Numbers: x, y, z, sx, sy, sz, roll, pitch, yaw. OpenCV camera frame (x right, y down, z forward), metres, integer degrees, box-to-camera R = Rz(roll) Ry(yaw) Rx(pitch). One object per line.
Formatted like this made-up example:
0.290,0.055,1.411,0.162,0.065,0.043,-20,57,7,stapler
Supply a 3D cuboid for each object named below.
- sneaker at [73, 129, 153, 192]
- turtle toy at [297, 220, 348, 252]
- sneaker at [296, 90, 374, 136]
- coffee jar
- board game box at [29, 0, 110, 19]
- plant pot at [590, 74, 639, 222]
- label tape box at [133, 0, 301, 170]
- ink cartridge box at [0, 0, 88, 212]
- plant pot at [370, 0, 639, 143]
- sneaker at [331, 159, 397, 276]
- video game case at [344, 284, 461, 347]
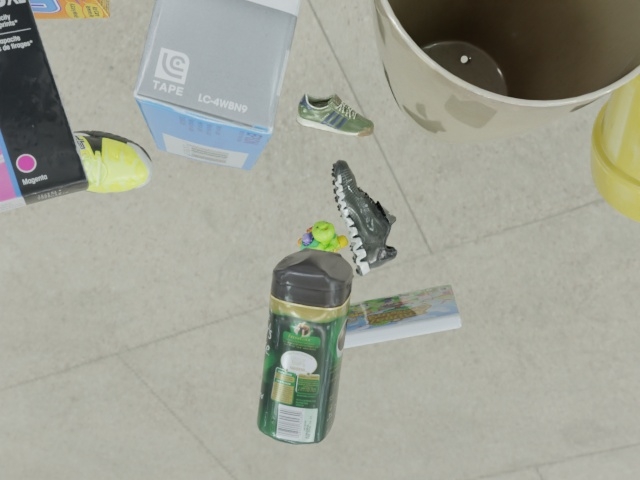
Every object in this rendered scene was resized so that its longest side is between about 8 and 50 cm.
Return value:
-0.553,-0.157,1.561,0.384,0.147,0.145,7,119,-8,sneaker
0.000,0.000,1.450,0.095,0.066,0.130,-26,176,-19,turtle toy
0.039,-0.309,1.770,0.192,0.064,0.086,10,128,3,sneaker
-0.015,0.103,0.742,0.079,0.096,0.184,10,105,9,coffee jar
-0.585,-0.611,1.257,0.356,0.356,0.356,-1,88,0,board game box
0.509,-0.183,1.027,0.254,0.254,0.239,-12,141,13,plant pot
-0.064,-0.252,0.658,0.115,0.249,0.348,15,87,-8,label tape box
-0.440,-0.220,0.943,0.175,0.371,0.069,-18,176,-19,ink cartridge box
0.156,-0.197,0.713,0.256,0.257,0.274,6,167,-2,plant pot
0.091,-0.053,1.443,0.106,0.078,0.234,-16,101,2,sneaker
0.110,0.119,1.162,0.212,0.193,0.023,-11,99,8,video game case
